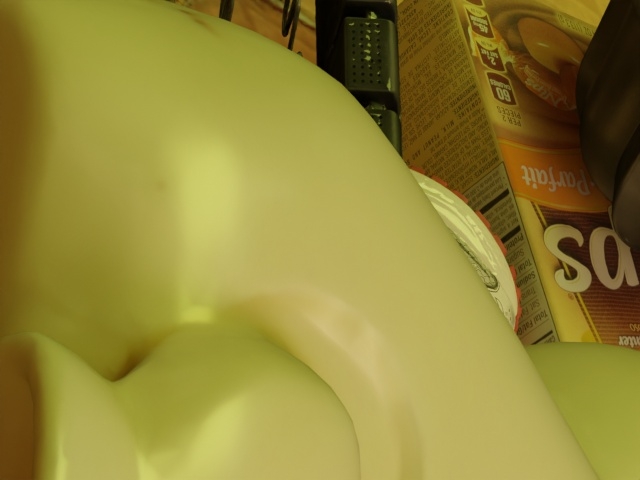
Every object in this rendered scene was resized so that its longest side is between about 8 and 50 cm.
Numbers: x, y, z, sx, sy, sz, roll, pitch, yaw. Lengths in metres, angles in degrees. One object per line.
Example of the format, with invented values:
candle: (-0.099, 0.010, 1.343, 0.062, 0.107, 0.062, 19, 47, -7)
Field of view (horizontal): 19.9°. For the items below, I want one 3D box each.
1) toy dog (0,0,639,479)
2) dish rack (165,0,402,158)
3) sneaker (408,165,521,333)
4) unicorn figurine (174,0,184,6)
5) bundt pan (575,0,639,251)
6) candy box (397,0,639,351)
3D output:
toy dog: (0.001, 0.103, 0.640, 0.408, 0.284, 0.395, 26, 63, -36)
dish rack: (-0.090, -0.059, 0.839, 0.271, 0.074, 0.208, 4, 60, -8)
sneaker: (0.000, 0.000, 0.930, 0.225, 0.088, 0.093, 32, 44, -8)
unicorn figurine: (-0.102, -0.204, 1.018, 0.111, 0.060, 0.162, 30, 40, -22)
bundt pan: (0.279, -0.032, 1.014, 0.331, 0.124, 0.331, 23, 33, -16)
candy box: (0.147, 0.003, 1.061, 0.183, 0.087, 0.316, 16, 46, -37)
